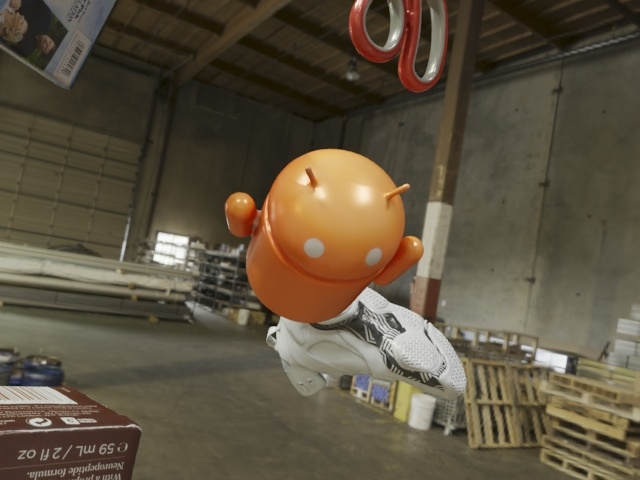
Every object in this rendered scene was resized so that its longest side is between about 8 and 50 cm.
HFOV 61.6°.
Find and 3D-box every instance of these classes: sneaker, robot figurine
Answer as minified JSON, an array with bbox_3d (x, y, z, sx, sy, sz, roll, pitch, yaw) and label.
[{"bbox_3d":[0.073,0.210,0.996,0.366,0.210,0.137,32,32,0],"label":"sneaker"},{"bbox_3d":[-0.002,0.000,0.510,0.158,0.128,0.219,47,-32,9],"label":"robot figurine"}]

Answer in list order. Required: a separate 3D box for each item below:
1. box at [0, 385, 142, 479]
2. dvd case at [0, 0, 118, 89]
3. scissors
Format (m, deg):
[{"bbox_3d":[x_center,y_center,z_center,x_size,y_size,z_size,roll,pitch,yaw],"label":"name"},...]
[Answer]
[{"bbox_3d":[-0.294,0.247,0.482,0.167,0.203,0.168,4,-9,41],"label":"box"},{"bbox_3d":[-0.211,-0.232,0.407,0.022,0.180,0.253,27,-1,0],"label":"dvd case"},{"bbox_3d":[0.081,-0.285,0.480,0.109,0.297,0.021,8,-4,-33],"label":"scissors"}]
